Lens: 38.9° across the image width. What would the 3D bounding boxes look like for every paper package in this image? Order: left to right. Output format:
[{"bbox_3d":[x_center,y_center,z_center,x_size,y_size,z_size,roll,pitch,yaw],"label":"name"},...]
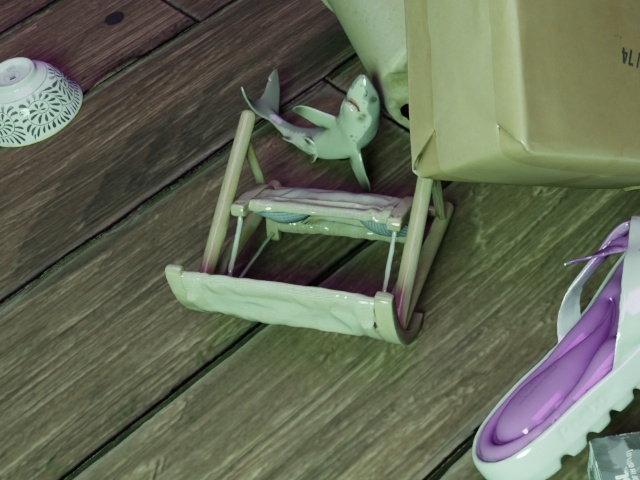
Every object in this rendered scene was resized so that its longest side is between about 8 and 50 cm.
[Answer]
[{"bbox_3d":[0.265,-0.215,0.978,0.325,0.309,0.168,-1,-5,-32],"label":"paper package"}]

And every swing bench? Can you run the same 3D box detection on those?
[{"bbox_3d":[0.000,0.000,1.044,0.253,0.165,0.254,8,57,19],"label":"swing bench"}]

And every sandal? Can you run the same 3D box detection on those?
[{"bbox_3d":[0.284,0.061,0.888,0.416,0.102,0.169,-48,12,-18],"label":"sandal"}]

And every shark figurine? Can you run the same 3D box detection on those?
[{"bbox_3d":[0.020,-0.160,1.224,0.116,0.166,0.278,-38,28,-26],"label":"shark figurine"}]

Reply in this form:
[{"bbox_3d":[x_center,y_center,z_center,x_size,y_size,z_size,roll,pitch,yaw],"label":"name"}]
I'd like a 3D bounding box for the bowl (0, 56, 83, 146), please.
[{"bbox_3d":[-0.466,-0.232,1.411,0.170,0.080,0.170,-6,49,7],"label":"bowl"}]

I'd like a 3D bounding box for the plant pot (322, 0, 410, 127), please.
[{"bbox_3d":[0.152,-0.328,1.211,0.334,0.333,0.305,-15,58,1],"label":"plant pot"}]

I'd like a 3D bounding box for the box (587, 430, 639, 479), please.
[{"bbox_3d":[0.380,0.294,0.745,0.243,0.076,0.307,-10,48,6],"label":"box"}]
